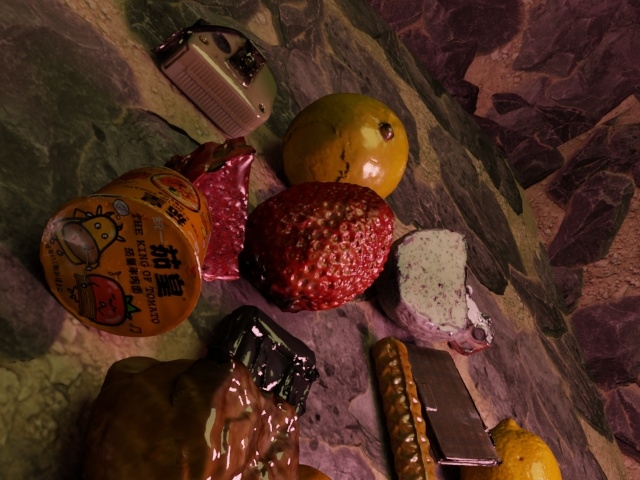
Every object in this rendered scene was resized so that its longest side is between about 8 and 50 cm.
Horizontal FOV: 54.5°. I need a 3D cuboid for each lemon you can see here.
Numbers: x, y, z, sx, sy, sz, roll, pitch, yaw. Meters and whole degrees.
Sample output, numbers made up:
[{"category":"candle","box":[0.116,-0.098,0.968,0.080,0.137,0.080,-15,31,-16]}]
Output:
[{"category":"lemon","box":[0.052,-0.199,1.432,0.297,0.297,0.297,38,36,-35]},{"category":"lemon","box":[0.440,0.550,1.440,0.228,0.228,0.253,35,45,-38]}]

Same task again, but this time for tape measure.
[{"category":"tape measure","box":[-0.213,-0.382,1.350,0.271,0.133,0.231,41,35,-27]}]

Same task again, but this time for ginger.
[{"category":"ginger","box":[-0.164,0.267,0.763,0.269,0.223,0.200,61,22,-45]}]

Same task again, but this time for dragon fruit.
[{"category":"dragon fruit","box":[0.237,0.113,1.568,0.221,0.204,0.283,9,69,-22]},{"category":"dragon fruit","box":[-0.212,-0.072,1.063,0.134,0.262,0.211,-5,34,-23]}]

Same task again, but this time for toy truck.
[{"category":"toy truck","box":[0.378,0.197,1.773,0.270,0.135,0.114,55,31,-1]}]

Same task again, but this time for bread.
[{"category":"bread","box":[0.179,0.377,1.341,0.077,0.084,0.367,90,-9,-56]}]

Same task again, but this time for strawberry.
[{"category":"strawberry","box":[0.000,0.000,1.181,0.238,0.288,0.250,58,7,15]}]

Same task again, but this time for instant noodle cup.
[{"category":"instant noodle cup","box":[-0.252,0.002,0.876,0.216,0.216,0.172,50,21,-19]}]

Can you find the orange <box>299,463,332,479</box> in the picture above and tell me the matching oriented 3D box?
[{"category":"orange","box":[-0.030,0.410,0.917,0.159,0.136,0.159,42,33,-35]}]

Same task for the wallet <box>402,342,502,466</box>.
[{"category":"wallet","box":[0.285,0.372,1.432,0.169,0.044,0.317,12,36,-25]}]

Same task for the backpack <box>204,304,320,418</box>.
[{"category":"backpack","box":[-0.104,0.231,0.985,0.206,0.133,0.258,44,39,-21]}]
